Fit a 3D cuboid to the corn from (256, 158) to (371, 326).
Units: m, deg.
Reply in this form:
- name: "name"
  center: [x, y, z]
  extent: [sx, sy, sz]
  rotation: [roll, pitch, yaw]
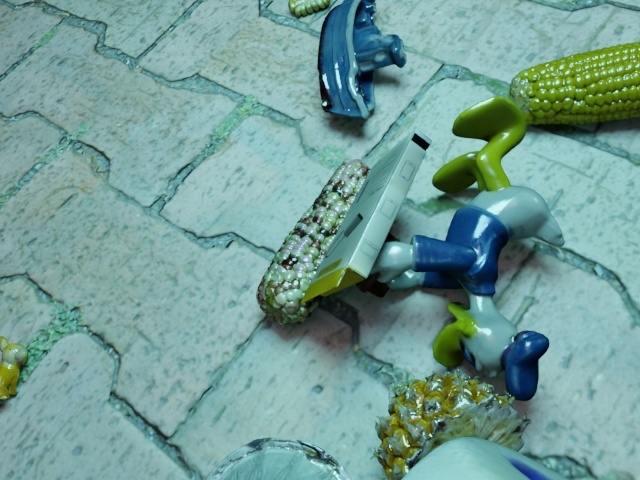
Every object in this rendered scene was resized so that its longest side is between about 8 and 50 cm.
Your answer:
- name: "corn"
  center: [0.000, 0.000, 0.758]
  extent: [0.092, 0.092, 0.281]
  rotation: [21, 64, 21]

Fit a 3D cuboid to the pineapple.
- name: "pineapple"
  center: [0.128, 0.218, 0.598]
  extent: [0.176, 0.161, 0.137]
  rotation: [-59, 31, 7]

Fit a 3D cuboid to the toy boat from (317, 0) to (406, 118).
- name: "toy boat"
  center: [0.078, -0.332, 0.883]
  extent: [0.142, 0.129, 0.309]
  rotation: [-5, 61, 21]

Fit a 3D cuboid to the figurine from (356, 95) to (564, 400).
- name: "figurine"
  center: [0.177, 0.035, 0.641]
  extent: [0.283, 0.204, 0.339]
  rotation: [-17, 65, 3]

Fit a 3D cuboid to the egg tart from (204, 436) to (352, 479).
- name: "egg tart"
  center: [-0.056, 0.349, 0.582]
  extent: [0.234, 0.094, 0.234]
  rotation: [-5, 66, 10]

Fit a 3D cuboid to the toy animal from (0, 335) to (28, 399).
- name: "toy animal"
  center: [-0.476, 0.190, 0.762]
  extent: [0.060, 0.081, 0.083]
  rotation: [11, 86, 19]

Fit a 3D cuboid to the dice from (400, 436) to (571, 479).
- name: "dice"
  center: [0.178, 0.344, 0.370]
  extent: [0.304, 0.304, 0.277]
  rotation: [26, 88, 38]

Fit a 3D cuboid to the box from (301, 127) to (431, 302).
- name: "box"
  center: [0.060, -0.024, 0.667]
  extent: [0.033, 0.129, 0.247]
  rotation: [33, 66, -11]

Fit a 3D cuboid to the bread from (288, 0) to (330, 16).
- name: "bread"
  center: [-0.022, -0.486, 1.037]
  extent: [0.087, 0.034, 0.049]
  rotation: [-21, 75, 5]

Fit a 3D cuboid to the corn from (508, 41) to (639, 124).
- name: "corn"
  center: [0.456, -0.237, 0.767]
  extent: [0.321, 0.119, 0.119]
  rotation: [-9, 62, 12]
